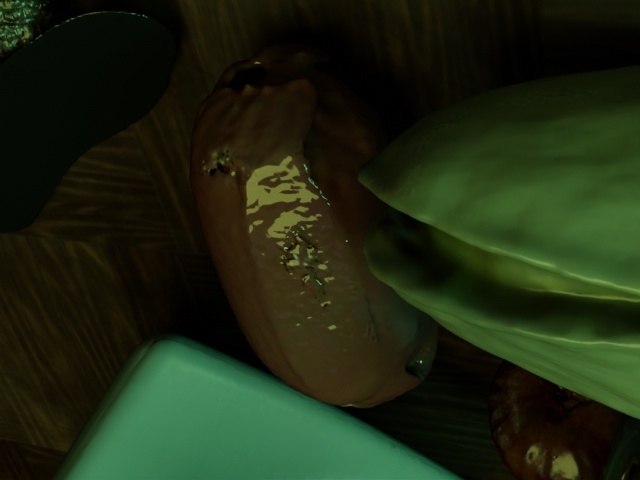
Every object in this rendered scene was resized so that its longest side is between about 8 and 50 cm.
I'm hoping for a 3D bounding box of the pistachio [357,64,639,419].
[{"bbox_3d":[0.183,0.004,0.649,0.332,0.226,0.207,13,115,5],"label":"pistachio"}]

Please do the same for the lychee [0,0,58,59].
[{"bbox_3d":[-0.224,-0.161,0.819,0.068,0.067,0.083,23,122,47],"label":"lychee"}]

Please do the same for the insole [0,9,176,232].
[{"bbox_3d":[-0.218,-0.084,0.898,0.119,0.009,0.348,14,148,-29],"label":"insole"}]

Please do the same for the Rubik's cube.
[{"bbox_3d":[-0.084,0.312,0.940,0.352,0.347,0.352,28,159,0],"label":"Rubik's cube"}]

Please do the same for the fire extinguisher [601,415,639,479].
[{"bbox_3d":[0.372,0.188,0.735,0.376,0.200,0.113,17,127,1],"label":"fire extinguisher"}]

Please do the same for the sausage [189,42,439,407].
[{"bbox_3d":[0.000,0.000,0.797,0.152,0.152,0.279,2,130,27],"label":"sausage"}]

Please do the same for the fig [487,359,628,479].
[{"bbox_3d":[0.189,0.123,0.851,0.128,0.150,0.128,4,104,18],"label":"fig"}]

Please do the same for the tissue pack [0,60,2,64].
[{"bbox_3d":[-0.303,-0.160,0.896,0.085,0.028,0.138,-13,127,37],"label":"tissue pack"}]
